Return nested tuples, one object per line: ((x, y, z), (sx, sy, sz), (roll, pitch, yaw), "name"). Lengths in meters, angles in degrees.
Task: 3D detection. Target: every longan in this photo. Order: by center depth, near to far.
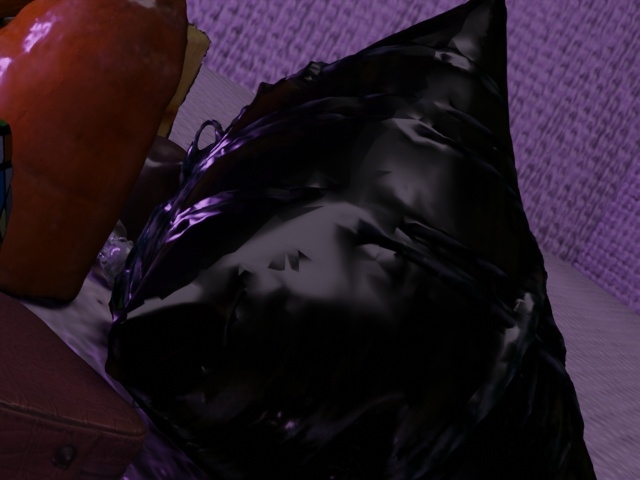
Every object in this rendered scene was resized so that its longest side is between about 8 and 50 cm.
((-0.141, -0.039, 1.219), (0.113, 0.092, 0.113), (-5, -17, -1), "longan")

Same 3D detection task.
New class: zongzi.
((0.050, 0.083, 0.864), (0.362, 0.319, 0.383), (46, 17, -15), "zongzi")

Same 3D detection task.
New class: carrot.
((-0.168, -0.084, 0.994), (0.159, 0.225, 0.159), (34, 9, -6), "carrot")

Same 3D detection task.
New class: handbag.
((-0.175, 0.053, 0.619), (0.193, 0.072, 0.151), (21, 11, -43), "handbag")

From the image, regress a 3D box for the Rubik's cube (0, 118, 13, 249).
((-0.220, -0.028, 0.813), (0.112, 0.133, 0.133), (4, 8, 0), "Rubik's cube")

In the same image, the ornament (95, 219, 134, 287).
((-0.162, -0.001, 1.133), (0.092, 0.041, 0.068), (22, -25, 52), "ornament")

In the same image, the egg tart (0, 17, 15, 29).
((-0.326, -0.214, 1.847), (0.130, 0.052, 0.130), (28, 7, -4), "egg tart")

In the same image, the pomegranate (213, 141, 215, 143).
((0.001, 0.002, 1.179), (0.209, 0.209, 0.209), (30, 8, -4), "pomegranate")

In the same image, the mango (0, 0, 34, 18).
((-0.294, -0.265, 1.317), (0.144, 0.359, 0.187), (-126, -163, -51), "mango")

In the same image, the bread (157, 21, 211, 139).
((-0.231, -0.157, 1.410), (0.163, 0.167, 0.264), (31, 8, 12), "bread")

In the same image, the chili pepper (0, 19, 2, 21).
((-0.426, -0.352, 1.890), (0.167, 0.213, 0.385), (65, -4, -25), "chili pepper")
